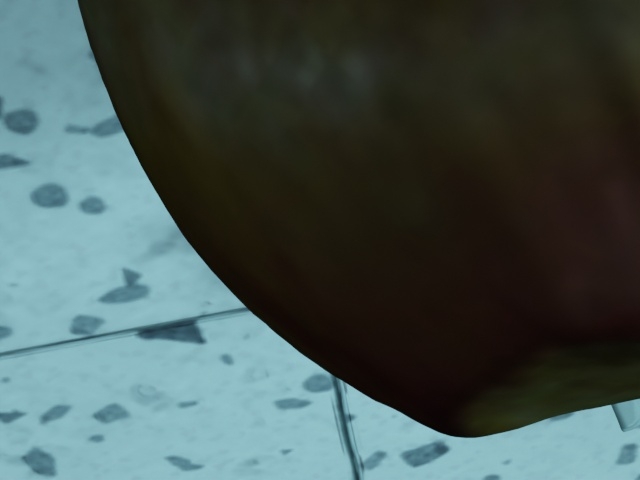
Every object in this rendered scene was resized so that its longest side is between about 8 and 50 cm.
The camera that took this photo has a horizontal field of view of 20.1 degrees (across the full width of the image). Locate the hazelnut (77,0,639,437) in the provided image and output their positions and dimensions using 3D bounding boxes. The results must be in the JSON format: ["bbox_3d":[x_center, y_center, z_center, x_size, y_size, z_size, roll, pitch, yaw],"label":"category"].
[{"bbox_3d":[0.096,-0.104,0.658,0.365,0.366,0.366,-6,141,-5],"label":"hazelnut"}]

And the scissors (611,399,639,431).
[{"bbox_3d":[0.155,0.040,1.064,0.118,0.030,0.242,-17,138,10],"label":"scissors"}]
